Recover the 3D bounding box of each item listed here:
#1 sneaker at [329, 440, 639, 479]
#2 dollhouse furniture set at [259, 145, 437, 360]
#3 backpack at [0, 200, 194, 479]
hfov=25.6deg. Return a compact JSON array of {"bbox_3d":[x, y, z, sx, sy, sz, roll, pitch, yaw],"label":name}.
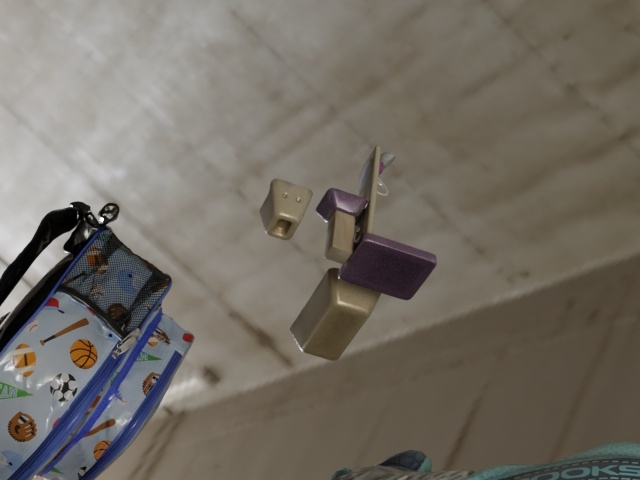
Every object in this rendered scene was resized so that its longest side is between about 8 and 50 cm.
[{"bbox_3d":[-0.004,0.131,0.435,0.283,0.110,0.122,-16,-156,33],"label":"sneaker"},{"bbox_3d":[0.000,0.000,0.757,0.114,0.091,0.081,122,-19,-47],"label":"dollhouse furniture set"},{"bbox_3d":[-0.277,0.144,1.442,0.276,0.213,0.263,-51,179,42],"label":"backpack"}]
